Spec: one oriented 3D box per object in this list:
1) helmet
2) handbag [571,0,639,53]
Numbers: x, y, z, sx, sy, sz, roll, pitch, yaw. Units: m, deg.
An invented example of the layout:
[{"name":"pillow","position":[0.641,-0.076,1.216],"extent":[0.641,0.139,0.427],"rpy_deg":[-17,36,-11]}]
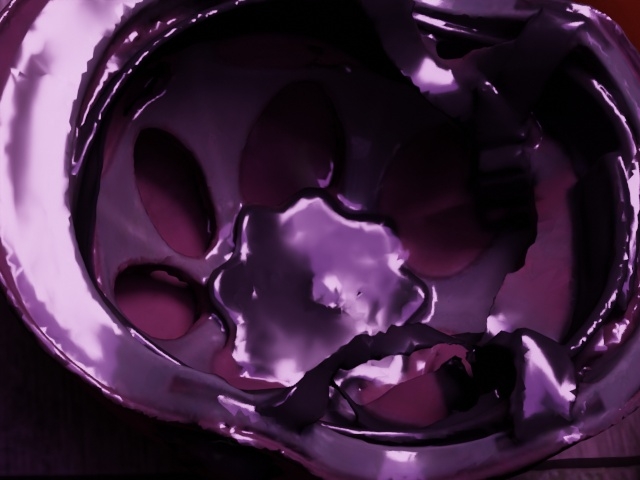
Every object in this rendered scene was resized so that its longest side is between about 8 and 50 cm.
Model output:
[{"name":"helmet","position":[0.000,0.000,0.751],"extent":[0.338,0.197,0.271],"rpy_deg":[7,69,-8]},{"name":"handbag","position":[0.177,-0.140,0.831],"extent":[0.410,0.303,0.116],"rpy_deg":[16,54,-12]}]
